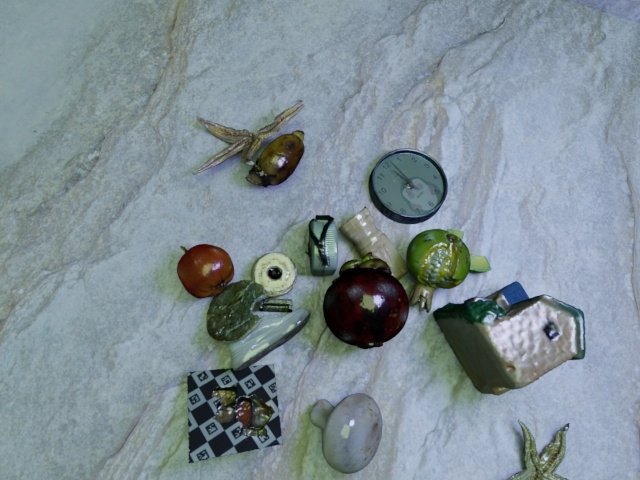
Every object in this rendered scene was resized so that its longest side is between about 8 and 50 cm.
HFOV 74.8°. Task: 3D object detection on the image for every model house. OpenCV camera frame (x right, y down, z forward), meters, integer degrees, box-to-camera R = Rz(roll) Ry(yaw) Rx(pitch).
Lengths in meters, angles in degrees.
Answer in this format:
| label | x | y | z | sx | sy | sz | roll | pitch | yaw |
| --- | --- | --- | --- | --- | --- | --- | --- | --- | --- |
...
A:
| label | x | y | z | sx | sy | sz | roll | pitch | yaw |
| --- | --- | --- | --- | --- | --- | --- | --- | --- | --- |
| model house | 0.634 | 0.289 | 1.369 | 0.342 | 0.382 | 0.335 | -26 | 77 | -7 |

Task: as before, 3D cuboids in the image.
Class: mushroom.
| label | x | y | z | sx | sy | sz | roll | pitch | yaw |
| --- | --- | --- | --- | --- | --- | --- | --- | --- | --- |
| mushroom | 0.073 | 0.597 | 1.333 | 0.243 | 0.243 | 0.244 | 1 | 71 | -4 |

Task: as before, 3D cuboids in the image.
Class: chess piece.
| label | x | y | z | sx | sy | sz | roll | pitch | yaw |
| --- | --- | --- | --- | --- | --- | --- | --- | --- | --- |
| chess piece | 0.208 | 0.027 | 1.576 | 0.137 | 0.137 | 0.301 | -39 | 89 | -15 |

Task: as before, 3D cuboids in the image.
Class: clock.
| label | x | y | z | sx | sy | sz | roll | pitch | yaw |
| --- | --- | --- | --- | --- | --- | --- | --- | --- | --- |
| clock | 0.354 | -0.224 | 1.690 | 0.318 | 0.066 | 0.319 | 1 | 71 | -3 |

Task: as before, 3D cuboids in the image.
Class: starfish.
| label | x | y | z | sx | sy | sz | roll | pitch | yaw |
| --- | --- | --- | --- | --- | --- | --- | --- | --- | --- |
| starfish | 0.709 | 0.768 | 1.375 | 0.357 | 0.078 | 0.348 | -5 | 72 | -6 |
| starfish | -0.300 | -0.405 | 1.625 | 0.397 | 0.132 | 0.384 | 8 | 48 | 17 |

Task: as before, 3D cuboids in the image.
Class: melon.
| label | x | y | z | sx | sy | sz | roll | pitch | yaw |
| --- | --- | --- | --- | --- | --- | --- | --- | --- | --- |
| melon | 0.554 | 0.045 | 1.617 | 0.117 | 0.064 | 0.210 | -20 | 72 | -10 |

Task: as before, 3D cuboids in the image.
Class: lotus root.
| label | x | y | z | sx | sy | sz | roll | pitch | yaw |
| --- | --- | --- | --- | --- | --- | --- | --- | --- | --- |
| lotus root | -0.151 | -0.318 | 1.625 | 0.141 | 0.169 | 0.314 | 42 | 70 | -7 |

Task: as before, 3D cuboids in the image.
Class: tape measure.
| label | x | y | z | sx | sy | sz | roll | pitch | yaw |
| --- | --- | --- | --- | --- | --- | --- | --- | --- | --- |
| tape measure | 0.000 | 0.000 | 1.514 | 0.115 | 0.207 | 0.236 | -2 | 74 | -2 |

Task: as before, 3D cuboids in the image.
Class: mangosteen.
| label | x | y | z | sx | sy | sz | roll | pitch | yaw |
| --- | --- | --- | --- | --- | --- | --- | --- | --- | --- |
| mangosteen | 0.152 | 0.209 | 1.412 | 0.310 | 0.311 | 0.312 | 1 | 71 | -4 |

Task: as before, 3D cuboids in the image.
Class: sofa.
| label | x | y | z | sx | sy | sz | roll | pitch | yaw |
| --- | --- | --- | --- | --- | --- | --- | --- | --- | --- |
| sofa | -0.159 | 0.232 | 1.495 | 0.117 | 0.060 | 0.039 | 2 | 67 | -4 |

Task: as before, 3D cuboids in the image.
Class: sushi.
| label | x | y | z | sx | sy | sz | roll | pitch | yaw |
| --- | --- | --- | --- | --- | --- | --- | --- | --- | --- |
| sushi | -0.281 | 0.551 | 1.349 | 0.291 | 0.059 | 0.294 | -4 | 44 | -11 |

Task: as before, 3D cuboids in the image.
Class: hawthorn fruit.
| label | x | y | z | sx | sy | sz | roll | pitch | yaw |
| --- | --- | --- | --- | --- | --- | --- | --- | --- | --- |
| hawthorn fruit | -0.416 | 0.089 | 1.461 | 0.225 | 0.197 | 0.196 | 38 | 72 | 21 |

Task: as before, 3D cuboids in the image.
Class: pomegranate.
| label | x | y | z | sx | sy | sz | roll | pitch | yaw |
| --- | --- | --- | --- | --- | --- | --- | --- | --- | --- |
| pomegranate | 0.407 | 0.108 | 1.511 | 0.235 | 0.236 | 0.302 | 19 | 108 | 2 |

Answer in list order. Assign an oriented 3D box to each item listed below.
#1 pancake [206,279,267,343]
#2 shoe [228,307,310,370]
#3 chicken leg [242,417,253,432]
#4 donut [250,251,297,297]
| label | x | y | z | sx | sy | sz | roll | pitch | yaw |
| --- | --- | --- | --- | --- | --- | --- | --- | --- | --- |
| pancake | -0.291 | 0.240 | 1.430 | 0.253 | 0.037 | 0.254 | -18 | 45 | 19 |
| shoe | -0.196 | 0.300 | 1.443 | 0.316 | 0.124 | 0.159 | -34 | 69 | -15 |
| chicken leg | -0.289 | 0.633 | 1.355 | 0.218 | 0.048 | 0.090 | -12 | 69 | -8 |
| donut | -0.169 | 0.127 | 1.527 | 0.174 | 0.068 | 0.175 | 2 | 73 | -6 |
